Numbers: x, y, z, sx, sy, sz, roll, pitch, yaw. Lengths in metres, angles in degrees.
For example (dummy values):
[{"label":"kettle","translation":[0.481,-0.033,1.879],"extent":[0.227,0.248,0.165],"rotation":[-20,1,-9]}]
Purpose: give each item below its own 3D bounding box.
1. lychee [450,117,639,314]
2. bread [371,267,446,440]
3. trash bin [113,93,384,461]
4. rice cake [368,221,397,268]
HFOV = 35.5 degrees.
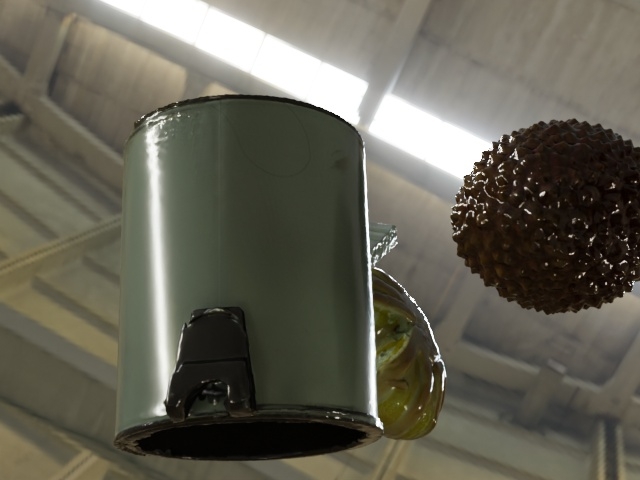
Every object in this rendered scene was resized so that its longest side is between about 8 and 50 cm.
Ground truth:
[{"label":"lychee","translation":[0.297,-0.034,1.267],"extent":[0.267,0.268,0.267],"rotation":[23,-162,-8]},{"label":"bread","translation":[0.115,0.187,1.749],"extent":[0.333,0.160,0.333],"rotation":[48,-161,-23]},{"label":"trash bin","translation":[-0.062,0.042,0.853],"extent":[0.217,0.263,0.277],"rotation":[-4,160,5]},{"label":"rice cake","translation":[0.000,0.000,1.478],"extent":[0.198,0.037,0.189],"rotation":[9,-157,19]}]
